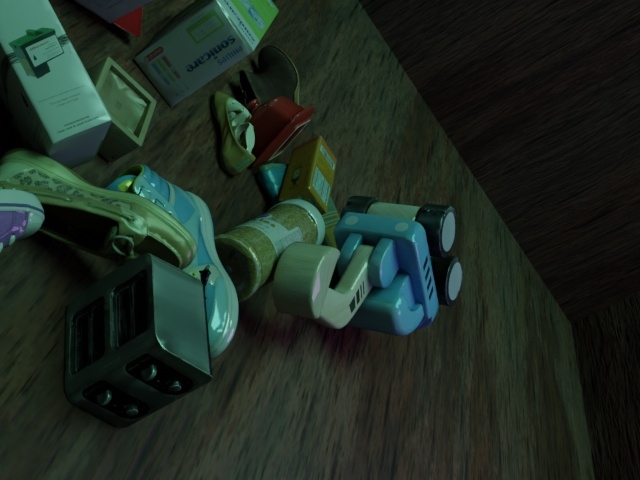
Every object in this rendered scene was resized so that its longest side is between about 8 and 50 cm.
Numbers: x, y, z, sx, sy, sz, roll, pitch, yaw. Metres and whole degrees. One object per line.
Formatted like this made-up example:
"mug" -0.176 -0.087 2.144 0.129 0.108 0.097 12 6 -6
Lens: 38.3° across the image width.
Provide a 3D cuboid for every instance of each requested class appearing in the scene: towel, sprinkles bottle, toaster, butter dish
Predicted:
"towel" 0.000 0.000 2.012 0.370 0.040 0.271 65 23 6
"sprinkles bottle" -0.099 0.012 1.664 0.121 0.121 0.355 60 22 -2
"toaster" -0.231 0.121 1.184 0.110 0.168 0.185 37 32 -43
"butter dish" -0.108 -0.250 1.950 0.118 0.160 0.160 44 23 -1

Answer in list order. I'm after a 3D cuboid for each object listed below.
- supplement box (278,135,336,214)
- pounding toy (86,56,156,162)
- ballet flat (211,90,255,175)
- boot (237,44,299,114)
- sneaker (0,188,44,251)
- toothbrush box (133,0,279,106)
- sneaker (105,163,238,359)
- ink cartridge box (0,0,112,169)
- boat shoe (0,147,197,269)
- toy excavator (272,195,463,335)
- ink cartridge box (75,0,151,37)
"supplement box" -0.024 -0.129 1.954 0.080 0.078 0.233 56 24 -23
"pounding toy" -0.337 -0.207 1.481 0.130 0.100 0.141 44 38 -34
"ballet flat" -0.168 -0.229 1.875 0.080 0.073 0.232 38 31 -46
"boot" -0.123 -0.366 2.116 0.207 0.090 0.248 17 52 -63
"sneaker" -0.406 0.036 1.019 0.282 0.102 0.161 -18 82 -57
"toothbrush box" -0.216 -0.406 1.811 0.122 0.206 0.283 52 24 -21
"sneaker" -0.241 0.022 1.351 0.208 0.127 0.319 38 21 -47
"ink cartridge box" -0.384 -0.216 1.262 0.093 0.160 0.219 -28 86 -26
"boat shoe" -0.304 -0.018 1.222 0.285 0.104 0.089 24 42 -9
"toy excavator" 0.089 0.080 1.768 0.445 0.222 0.433 -59 146 -39
"ink cartridge box" -0.373 -0.566 1.655 0.272 0.130 0.309 28 53 -47
